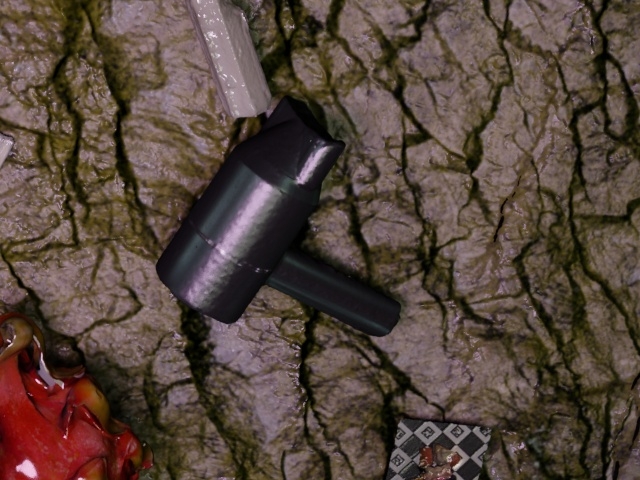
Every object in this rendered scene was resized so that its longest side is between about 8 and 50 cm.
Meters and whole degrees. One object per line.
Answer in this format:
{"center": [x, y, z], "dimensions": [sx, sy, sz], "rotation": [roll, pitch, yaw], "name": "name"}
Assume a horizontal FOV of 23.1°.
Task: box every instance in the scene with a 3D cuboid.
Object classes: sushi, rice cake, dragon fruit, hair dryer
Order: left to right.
{"center": [-0.324, 0.242, 1.763], "dimensions": [0.227, 0.243, 0.307], "rotation": [-6, 78, 17], "name": "dragon fruit"}
{"center": [-0.111, -0.245, 1.652], "dimensions": [0.057, 0.052, 0.256], "rotation": [-33, 120, -27], "name": "rice cake"}
{"center": [0.000, 0.000, 1.769], "dimensions": [0.302, 0.116, 0.244], "rotation": [27, 108, -32], "name": "hair dryer"}
{"center": [0.141, 0.277, 1.955], "dimensions": [0.120, 0.026, 0.126], "rotation": [9, 108, -11], "name": "sushi"}

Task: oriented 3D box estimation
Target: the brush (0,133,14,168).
{"center": [-0.439, -0.017, 1.719], "dimensions": [0.103, 0.013, 0.272], "rotation": [25, 109, -19], "name": "brush"}
